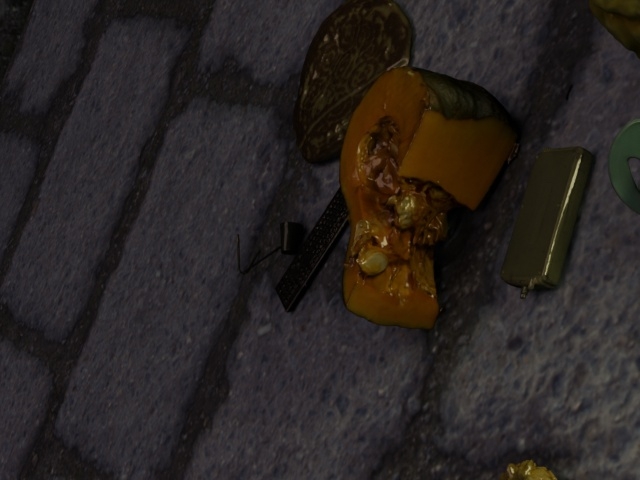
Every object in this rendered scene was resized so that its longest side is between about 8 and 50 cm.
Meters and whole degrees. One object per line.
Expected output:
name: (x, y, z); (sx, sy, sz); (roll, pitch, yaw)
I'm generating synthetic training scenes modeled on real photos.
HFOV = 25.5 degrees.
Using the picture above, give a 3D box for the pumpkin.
pumpkin: (0.121, -0.059, 1.588); (0.190, 0.139, 0.281); (-36, 45, 43)

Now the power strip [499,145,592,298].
power strip: (0.236, -0.017, 1.484); (0.076, 0.028, 0.169); (2, 71, 58)

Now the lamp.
lamp: (-0.069, 0.012, 1.940); (0.121, 0.041, 0.054); (-16, 63, 50)

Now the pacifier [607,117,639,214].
pacifier: (0.346, -0.076, 1.304); (0.150, 0.127, 0.116); (-27, 11, 27)

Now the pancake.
pancake: (0.037, -0.225, 1.926); (0.250, 0.031, 0.250); (-34, 45, 43)

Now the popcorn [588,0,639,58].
popcorn: (0.359, -0.265, 1.296); (0.256, 0.194, 0.255); (-59, 35, 39)

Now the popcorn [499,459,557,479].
popcorn: (0.194, 0.251, 1.353); (0.083, 0.057, 0.082); (17, 84, 62)

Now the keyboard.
keyboard: (0.000, 0.000, 1.861); (0.202, 0.011, 0.067); (-57, 31, 17)
